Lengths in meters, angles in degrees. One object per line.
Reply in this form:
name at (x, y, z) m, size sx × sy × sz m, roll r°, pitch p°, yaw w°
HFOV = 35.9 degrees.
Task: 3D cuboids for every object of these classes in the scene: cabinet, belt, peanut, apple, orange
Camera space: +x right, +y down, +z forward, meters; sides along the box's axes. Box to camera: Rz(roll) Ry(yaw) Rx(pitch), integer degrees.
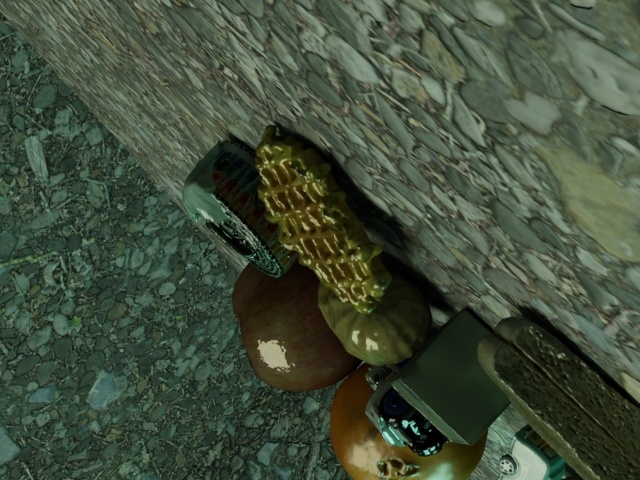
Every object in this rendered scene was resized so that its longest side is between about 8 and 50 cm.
cabinet at (0.216, 0.217, 1.548) m, size 0.145 × 0.150 × 0.206 m, roll 43°, pitch 172°, yaw 7°
belt at (-0.131, -0.058, 1.805) m, size 0.257 × 0.150 × 0.207 m, roll 41°, pitch 163°, yaw 5°
peanut at (0.084, 0.119, 1.665) m, size 0.174 × 0.158 × 0.340 m, roll 26°, pitch 176°, yaw -7°
apple at (-0.049, 0.161, 2.023) m, size 0.344 × 0.269 × 0.345 m, roll 52°, pitch 175°, yaw 7°
orange at (0.174, 0.363, 1.950) m, size 0.312 × 0.312 × 0.312 m, roll 42°, pitch 171°, yaw 8°

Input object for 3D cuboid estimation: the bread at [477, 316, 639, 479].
bread at (0.334, 0.234, 1.270) m, size 0.337 × 0.102 × 0.183 m, roll 44°, pitch 171°, yaw 3°

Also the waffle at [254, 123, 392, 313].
waffle at (-0.001, -0.026, 1.466) m, size 0.300 × 0.058 × 0.281 m, roll 51°, pitch 161°, yaw 14°

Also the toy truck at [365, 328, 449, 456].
toy truck at (0.171, 0.258, 1.757) m, size 0.177 × 0.213 × 0.161 m, roll 41°, pitch 171°, yaw 44°

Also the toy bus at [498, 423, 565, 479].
toy bus at (0.366, 0.453, 1.795) m, size 0.109 × 0.091 × 0.261 m, roll 32°, pitch 126°, yaw 31°

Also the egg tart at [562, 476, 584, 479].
egg tart at (0.486, 0.605, 1.884) m, size 0.341 × 0.129 × 0.341 m, roll 30°, pitch 135°, yaw 36°
